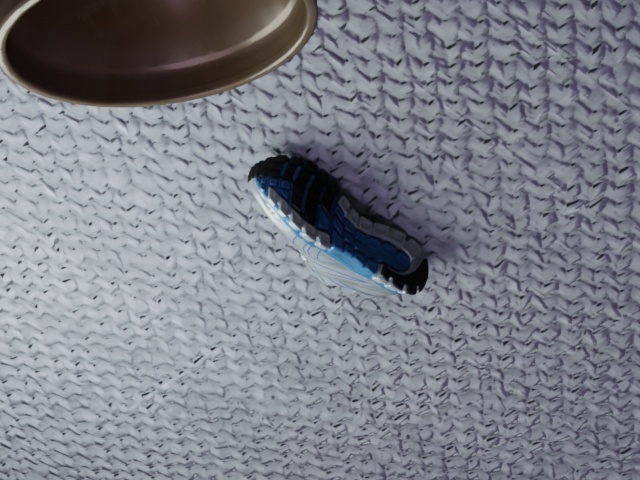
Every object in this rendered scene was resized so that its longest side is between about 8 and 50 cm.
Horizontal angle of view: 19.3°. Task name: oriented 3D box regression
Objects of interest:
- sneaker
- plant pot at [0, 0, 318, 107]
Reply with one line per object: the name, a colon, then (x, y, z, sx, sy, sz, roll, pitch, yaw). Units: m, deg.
sneaker: (0.000, 0.000, 1.632, 0.190, 0.071, 0.083, 38, 141, -25)
plant pot: (-0.126, -0.194, 1.374, 0.237, 0.110, 0.237, -9, 160, -3)
